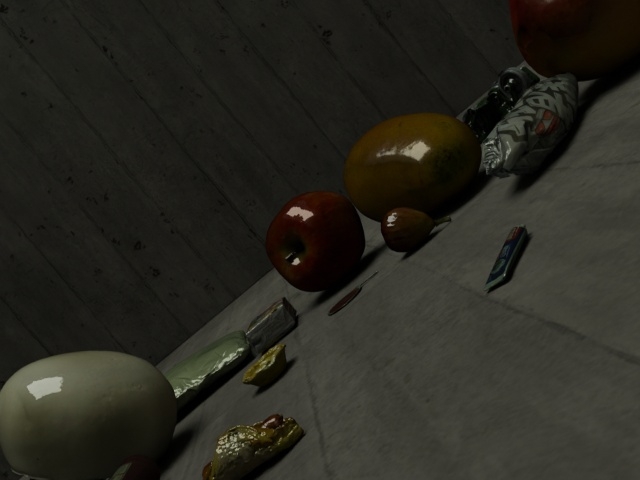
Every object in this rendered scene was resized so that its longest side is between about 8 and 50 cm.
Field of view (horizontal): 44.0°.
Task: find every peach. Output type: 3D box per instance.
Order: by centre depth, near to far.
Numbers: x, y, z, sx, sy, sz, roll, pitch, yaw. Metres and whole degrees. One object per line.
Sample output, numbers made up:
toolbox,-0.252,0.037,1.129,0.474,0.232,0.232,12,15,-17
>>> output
peach,0.528,-0.470,1.519,0.372,0.290,0.372,-29,-7,-4

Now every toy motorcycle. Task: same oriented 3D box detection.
toy motorcycle,0.463,-0.341,1.954,0.205,0.127,0.275,-41,-2,-32

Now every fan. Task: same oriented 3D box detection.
fan,0.064,0.101,1.536,0.133,0.005,0.085,-41,4,-14

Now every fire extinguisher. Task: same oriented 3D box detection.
fire extinguisher,-0.301,0.408,1.177,0.231,0.071,0.099,-80,13,-81

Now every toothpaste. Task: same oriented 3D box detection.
toothpaste,0.230,0.016,0.966,0.037,0.021,0.140,-42,5,41

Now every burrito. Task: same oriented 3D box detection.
burrito,0.372,-0.198,1.391,0.139,0.101,0.445,-27,9,33

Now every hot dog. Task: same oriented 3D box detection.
hot dog,-0.101,0.261,0.975,0.169,0.061,0.078,-39,3,6

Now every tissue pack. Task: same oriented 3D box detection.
tissue pack,-0.107,0.184,1.742,0.108,0.060,0.148,-39,3,1

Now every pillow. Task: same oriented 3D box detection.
pillow,-0.281,0.312,1.827,0.280,0.076,0.274,-34,7,-6

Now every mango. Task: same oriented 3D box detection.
mango,0.199,-0.156,1.681,0.264,0.221,0.378,-36,14,-18

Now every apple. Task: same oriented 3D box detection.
apple,0.000,0.000,1.772,0.230,0.230,0.230,-39,5,4

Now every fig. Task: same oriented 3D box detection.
fig,0.178,-0.026,1.474,0.125,0.089,0.089,-14,17,27

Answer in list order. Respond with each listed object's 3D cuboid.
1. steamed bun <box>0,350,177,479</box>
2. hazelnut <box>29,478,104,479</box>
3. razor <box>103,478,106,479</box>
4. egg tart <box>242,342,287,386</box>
steamed bun,-0.427,0.308,1.457,0.324,0.206,0.324,-2,-2,0
hazelnut,-0.469,0.480,1.454,0.150,0.150,0.150,-39,5,4
razor,-0.467,0.508,1.663,0.066,0.033,0.190,-38,4,8
egg tart,-0.092,0.223,1.384,0.105,0.039,0.105,-39,5,4
